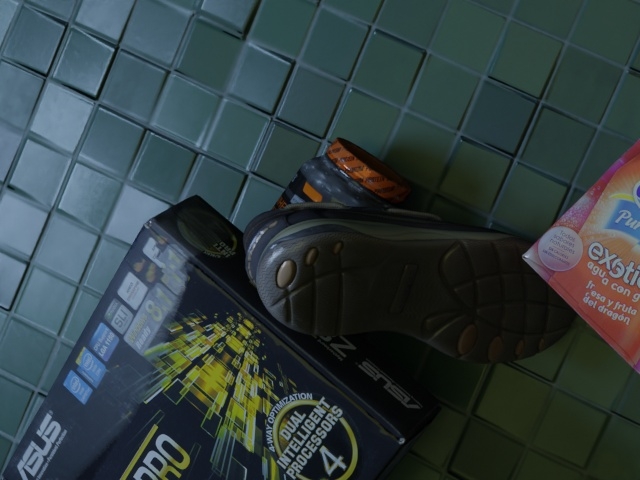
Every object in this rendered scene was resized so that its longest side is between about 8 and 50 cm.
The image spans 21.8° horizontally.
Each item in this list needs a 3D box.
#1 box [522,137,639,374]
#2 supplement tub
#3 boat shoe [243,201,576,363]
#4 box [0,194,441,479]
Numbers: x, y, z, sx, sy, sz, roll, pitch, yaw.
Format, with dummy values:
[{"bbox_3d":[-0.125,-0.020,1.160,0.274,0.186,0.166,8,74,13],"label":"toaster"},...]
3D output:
[{"bbox_3d":[0.301,0.007,1.467,0.142,0.300,0.154,46,102,11],"label":"box"},{"bbox_3d":[0.000,0.000,1.650,0.117,0.117,0.190,37,100,12],"label":"supplement tub"},{"bbox_3d":[0.088,0.020,1.552,0.130,0.355,0.132,50,121,52],"label":"boat shoe"},{"bbox_3d":[-0.110,0.200,1.634,0.318,0.097,0.395,42,124,12],"label":"box"}]
